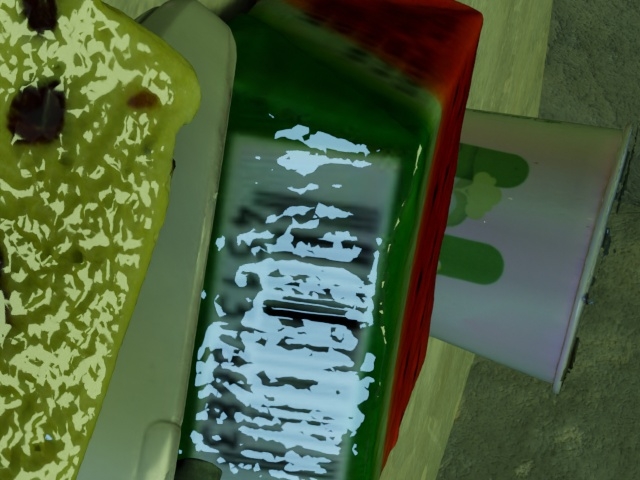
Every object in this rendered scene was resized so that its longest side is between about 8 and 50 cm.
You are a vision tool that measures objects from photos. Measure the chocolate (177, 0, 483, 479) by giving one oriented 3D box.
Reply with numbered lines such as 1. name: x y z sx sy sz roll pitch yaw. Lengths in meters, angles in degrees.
1. chocolate: 0.000 0.000 1.256 0.341 0.161 0.360 -61 161 -64

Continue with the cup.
1. cup: 0.130 -0.016 1.604 0.253 0.274 0.253 16 90 -80

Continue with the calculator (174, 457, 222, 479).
1. calculator: -0.148 0.223 0.895 0.177 0.040 0.268 -35 -160 41

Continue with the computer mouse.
1. computer mouse: -0.116 0.027 0.840 0.184 0.121 0.297 112 -15 -73

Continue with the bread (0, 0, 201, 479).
1. bread: -0.153 0.060 0.660 0.138 0.077 0.361 33 67 -41
